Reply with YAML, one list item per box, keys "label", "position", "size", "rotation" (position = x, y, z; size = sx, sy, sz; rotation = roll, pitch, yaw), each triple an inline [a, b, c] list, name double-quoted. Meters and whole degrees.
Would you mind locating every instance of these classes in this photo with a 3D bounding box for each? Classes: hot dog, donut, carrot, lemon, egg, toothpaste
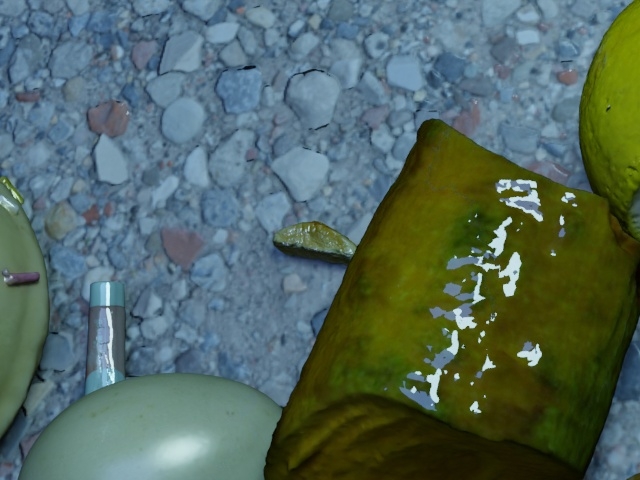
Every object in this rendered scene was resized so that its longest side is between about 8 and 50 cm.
- label: "hot dog"
  position: [0.000, 0.000, 1.317]
  size: [0.090, 0.030, 0.034]
  rotation: [10, 71, 23]
- label: "donut"
  position: [-0.419, 0.064, 1.385]
  size: [0.307, 0.150, 0.371]
  rotation: [-30, 64, 9]
- label: "carrot"
  position: [0.115, 0.096, 1.126]
  size: [0.241, 0.241, 0.340]
  rotation: [18, 78, 25]
- label: "lemon"
  position: [0.326, -0.115, 1.126]
  size: [0.240, 0.240, 0.219]
  rotation: [-9, 55, 18]
- label: "egg"
  position: [-0.139, 0.209, 1.211]
  size: [0.254, 0.188, 0.188]
  rotation: [-21, 67, 8]
- label: "toothpaste"
  position: [-0.205, 0.142, 1.346]
  size: [0.056, 0.036, 0.205]
  rotation: [-6, 75, 20]

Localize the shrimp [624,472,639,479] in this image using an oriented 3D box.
- label: "shrimp"
  position: [0.309, 0.221, 1.104]
  size: [0.178, 0.034, 0.124]
  rotation: [-11, 40, 13]
